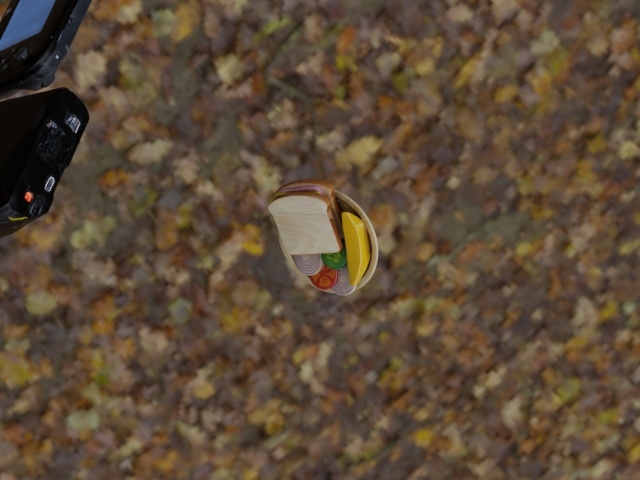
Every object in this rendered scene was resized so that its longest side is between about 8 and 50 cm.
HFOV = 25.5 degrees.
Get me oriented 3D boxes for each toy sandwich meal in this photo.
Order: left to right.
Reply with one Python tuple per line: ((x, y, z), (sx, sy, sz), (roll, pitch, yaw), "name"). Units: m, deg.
((0.000, 0.000, 0.933), (0.029, 0.085, 0.085), (-36, 148, -51), "toy sandwich meal")

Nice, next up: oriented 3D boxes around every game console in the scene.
((-0.258, -0.131, 1.132), (0.044, 0.213, 0.361), (51, 43, -39), "game console")
